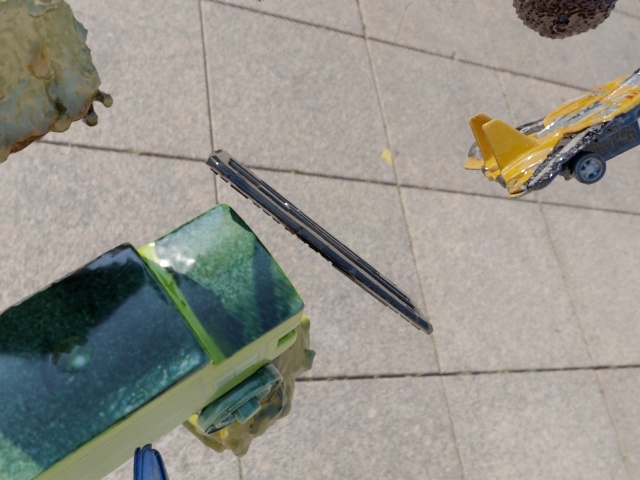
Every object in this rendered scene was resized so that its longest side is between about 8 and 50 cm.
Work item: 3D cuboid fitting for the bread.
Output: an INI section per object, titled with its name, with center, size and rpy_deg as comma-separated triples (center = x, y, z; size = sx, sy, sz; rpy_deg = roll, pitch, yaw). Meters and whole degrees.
[bread]
center = -0.305, -0.124, 0.412
size = 0.274, 0.114, 0.185
rpy_deg = 19, 38, 19

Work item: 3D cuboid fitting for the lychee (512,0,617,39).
[lychee]
center = 0.284, -0.297, 0.739
size = 0.123, 0.123, 0.129
rpy_deg = 12, 51, -21

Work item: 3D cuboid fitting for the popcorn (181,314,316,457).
[popcorn]
center = -0.121, 0.187, 0.938
size = 0.192, 0.266, 0.233
rpy_deg = 20, 52, 12

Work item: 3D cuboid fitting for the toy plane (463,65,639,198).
[toy plane]
center = 0.325, -0.138, 0.700
size = 0.315, 0.204, 0.103
rpy_deg = -20, 108, 1

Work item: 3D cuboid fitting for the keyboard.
[keyboard]
center = 0.000, 0.000, 0.606
size = 0.262, 0.106, 0.016
rpy_deg = 38, 97, -12

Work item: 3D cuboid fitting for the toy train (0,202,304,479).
[toy train]
center = -0.205, 0.143, 0.588
size = 0.442, 0.272, 0.179
rpy_deg = -33, 73, -20

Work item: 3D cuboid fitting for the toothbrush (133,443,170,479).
[toothbrush]
center = -0.115, 0.359, 0.537
size = 0.035, 0.042, 0.414
rpy_deg = -6, 104, -2
